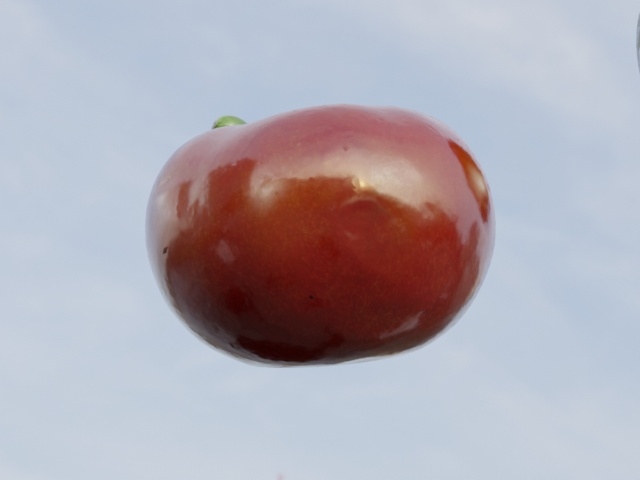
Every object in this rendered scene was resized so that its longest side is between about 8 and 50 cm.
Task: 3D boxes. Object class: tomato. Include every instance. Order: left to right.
[{"bbox_3d":[0.000,0.000,1.008,0.195,0.136,0.195,-5,-3,0],"label":"tomato"}]

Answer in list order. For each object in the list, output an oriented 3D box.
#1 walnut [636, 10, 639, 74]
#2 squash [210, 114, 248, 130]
[{"bbox_3d":[0.362,-0.152,1.288,0.277,0.282,0.253,33,-9,12],"label":"walnut"},{"bbox_3d":[-0.038,-0.049,1.142,0.027,0.027,0.089,-12,-34,30],"label":"squash"}]
